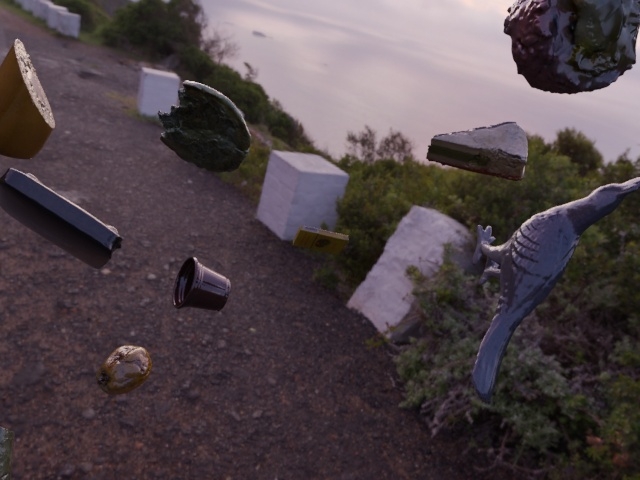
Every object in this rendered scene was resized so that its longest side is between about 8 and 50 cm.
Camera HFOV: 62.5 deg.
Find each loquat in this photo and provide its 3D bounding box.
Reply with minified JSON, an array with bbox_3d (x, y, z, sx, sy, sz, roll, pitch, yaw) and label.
[{"bbox_3d":[-0.494,0.326,1.324,0.113,0.137,0.137,60,29,-1],"label":"loquat"}]

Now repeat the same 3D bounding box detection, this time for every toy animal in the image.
[{"bbox_3d":[0.289,0.036,0.762,0.081,0.367,0.206,39,-1,-20],"label":"toy animal"}]

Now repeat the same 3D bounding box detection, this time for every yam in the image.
[{"bbox_3d":[-0.477,0.327,0.749,0.070,0.146,0.070,1,-9,0],"label":"yam"}]

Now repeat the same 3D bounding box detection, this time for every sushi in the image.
[{"bbox_3d":[0.374,-0.302,0.712,0.161,0.241,0.107,53,-4,-22],"label":"sushi"}]

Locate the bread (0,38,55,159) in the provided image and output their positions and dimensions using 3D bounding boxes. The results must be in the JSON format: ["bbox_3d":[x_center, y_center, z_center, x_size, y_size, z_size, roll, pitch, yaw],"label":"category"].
[{"bbox_3d":[-0.270,-0.120,0.477,0.062,0.103,0.049,34,25,-28],"label":"bread"}]

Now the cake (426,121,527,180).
[{"bbox_3d":[0.365,-0.221,1.203,0.221,0.086,0.116,16,59,12],"label":"cake"}]

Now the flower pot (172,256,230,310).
[{"bbox_3d":[-0.235,0.096,1.066,0.089,0.111,0.111,20,17,-30],"label":"flower pot"}]

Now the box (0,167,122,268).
[{"bbox_3d":[-0.618,-0.042,1.247,0.289,0.073,0.290,37,-26,-18],"label":"box"}]

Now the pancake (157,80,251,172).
[{"bbox_3d":[-0.142,-0.131,0.650,0.116,0.129,0.022,39,48,-22],"label":"pancake"}]

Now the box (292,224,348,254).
[{"bbox_3d":[0.000,0.000,1.631,0.155,0.087,0.023,13,49,-14],"label":"box"}]
